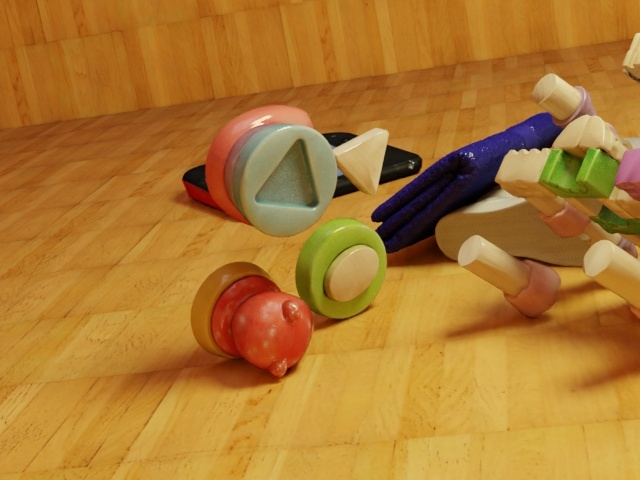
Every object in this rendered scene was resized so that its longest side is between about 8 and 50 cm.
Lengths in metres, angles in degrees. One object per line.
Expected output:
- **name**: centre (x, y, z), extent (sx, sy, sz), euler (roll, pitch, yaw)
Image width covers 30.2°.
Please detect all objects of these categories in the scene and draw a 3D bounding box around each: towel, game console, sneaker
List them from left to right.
- **game console**: centre (-0.045, -0.133, 2.297), extent (0.387, 0.060, 0.342), euler (-18, 17, -24)
- **towel**: centre (0.217, -0.097, 1.758), extent (0.308, 0.076, 0.227), euler (-25, -16, -51)
- **sneaker**: centre (0.323, -0.040, 1.644), extent (0.293, 0.108, 0.169), euler (1, 22, 38)

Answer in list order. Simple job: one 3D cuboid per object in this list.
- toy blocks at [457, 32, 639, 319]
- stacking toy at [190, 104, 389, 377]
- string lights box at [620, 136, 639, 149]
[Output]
- **toy blocks**: centre (0.375, -0.036, 1.349), extent (0.260, 0.309, 0.289), euler (30, -12, -25)
- **stacking toy**: centre (0.000, 0.000, 1.412), extent (0.280, 0.308, 0.130), euler (-8, 20, -35)
- **string lights box**: centre (0.537, -0.107, 1.692), extent (0.260, 0.076, 0.133), euler (-2, 17, 29)
